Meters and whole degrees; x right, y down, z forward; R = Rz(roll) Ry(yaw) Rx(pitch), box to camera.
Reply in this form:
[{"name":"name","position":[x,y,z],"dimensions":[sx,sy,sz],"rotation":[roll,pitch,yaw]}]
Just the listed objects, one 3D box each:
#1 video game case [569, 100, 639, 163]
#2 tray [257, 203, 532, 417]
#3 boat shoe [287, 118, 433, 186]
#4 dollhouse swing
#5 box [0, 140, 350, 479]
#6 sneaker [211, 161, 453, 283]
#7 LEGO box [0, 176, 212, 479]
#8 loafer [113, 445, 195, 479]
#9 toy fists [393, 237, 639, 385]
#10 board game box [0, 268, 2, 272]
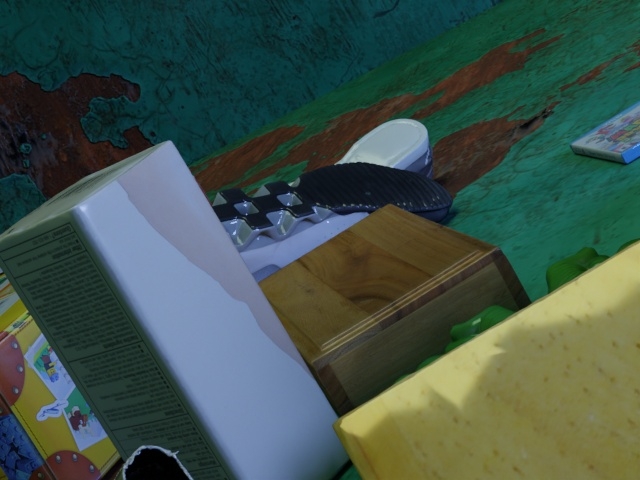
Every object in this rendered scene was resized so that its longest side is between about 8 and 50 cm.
[{"name":"video game case","position":[0.362,-0.128,1.771],"dimensions":[0.119,0.015,0.166],"rotation":[-31,12,-6]},{"name":"tray","position":[0.050,0.059,1.602],"dimensions":[0.203,0.076,0.411],"rotation":[-32,13,-6]},{"name":"boat shoe","position":[0.023,-0.043,2.046],"dimensions":[0.305,0.091,0.109],"rotation":[-34,44,-14]},{"name":"dollhouse swing","position":[0.226,0.132,0.863],"dimensions":[0.347,0.315,0.305],"rotation":[-30,-30,-2]},{"name":"box","position":[-0.121,0.091,1.291],"dimensions":[0.148,0.311,0.121],"rotation":[-16,18,47]},{"name":"sneaker","position":[0.000,0.000,1.870],"dimensions":[0.331,0.146,0.122],"rotation":[-10,33,-20]},{"name":"LEGO box","position":[-0.348,0.155,1.854],"dimensions":[0.372,0.193,0.500],"rotation":[-23,13,31]},{"name":"loafer","position":[-0.096,0.227,1.016],"dimensions":[0.094,0.087,0.251],"rotation":[-11,35,-18]},{"name":"toy fists","position":[0.178,0.080,1.155],"dimensions":[0.279,0.096,0.142],"rotation":[-32,11,-3]},{"name":"board game box","position":[-0.394,0.008,2.040],"dimensions":[0.154,0.026,0.103],"rotation":[-28,11,11]}]
